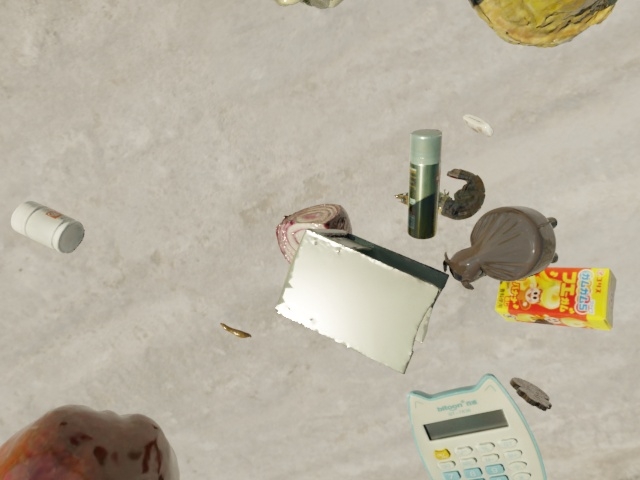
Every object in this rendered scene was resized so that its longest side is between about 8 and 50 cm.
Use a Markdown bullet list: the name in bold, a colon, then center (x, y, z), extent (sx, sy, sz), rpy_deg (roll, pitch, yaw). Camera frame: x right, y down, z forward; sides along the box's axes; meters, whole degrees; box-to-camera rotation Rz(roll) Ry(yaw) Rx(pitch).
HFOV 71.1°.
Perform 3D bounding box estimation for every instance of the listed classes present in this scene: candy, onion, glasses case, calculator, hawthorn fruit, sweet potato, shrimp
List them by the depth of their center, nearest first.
- **hawthorn fruit**: center (-0.362, 0.423, 0.690), extent (0.309, 0.324, 0.308), rpy_deg (-21, 144, -16)
- **calculator**: center (0.360, 0.484, 1.020), extent (0.256, 0.054, 0.386), rpy_deg (-21, 97, 19)
- **candy**: center (0.631, 0.151, 1.215), extent (0.276, 0.146, 0.088), rpy_deg (0, 153, 45)
- **onion**: center (0.003, -0.001, 1.437), extent (0.216, 0.207, 0.206), rpy_deg (7, 118, 36)
- **shrimp**: center (0.383, -0.160, 1.444), extent (0.296, 0.169, 0.058), rpy_deg (17, 169, 35)
- **sweet potato**: center (-0.285, 0.304, 1.494), extent (0.115, 0.026, 0.026), rpy_deg (23, 121, -2)
- **glasses case**: center (0.609, -0.446, 1.733), extent (0.041, 0.164, 0.063), rpy_deg (-43, 125, 8)

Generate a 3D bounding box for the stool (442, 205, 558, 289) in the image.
- **stool**: center (0.318, 0.017, 0.783), extent (0.121, 0.125, 0.217), rpy_deg (-5, 154, -42)

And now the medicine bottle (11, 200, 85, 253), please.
- **medicine bottle**: center (-0.429, -0.021, 0.708), extent (0.089, 0.057, 0.057), rpy_deg (23, 123, 7)

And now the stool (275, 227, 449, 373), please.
- **stool**: center (0.092, 0.099, 0.885), extent (0.270, 0.244, 0.170), rpy_deg (23, 98, 17)

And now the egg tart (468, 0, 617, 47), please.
- **egg tart**: center (0.403, -0.492, 0.743), extent (0.342, 0.129, 0.340), rpy_deg (-5, 113, -11)

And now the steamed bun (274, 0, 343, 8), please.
- **steamed bun**: center (-0.012, -0.413, 0.566), extent (0.290, 0.203, 0.276), rpy_deg (0, 167, -5)

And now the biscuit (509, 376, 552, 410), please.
- **biscuit**: center (0.654, 0.479, 1.395), extent (0.124, 0.175, 0.026), rpy_deg (24, 100, 12)

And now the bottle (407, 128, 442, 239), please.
- **bottle**: center (0.273, -0.145, 1.180), extent (0.082, 0.082, 0.285), rpy_deg (-3, 118, 4)
